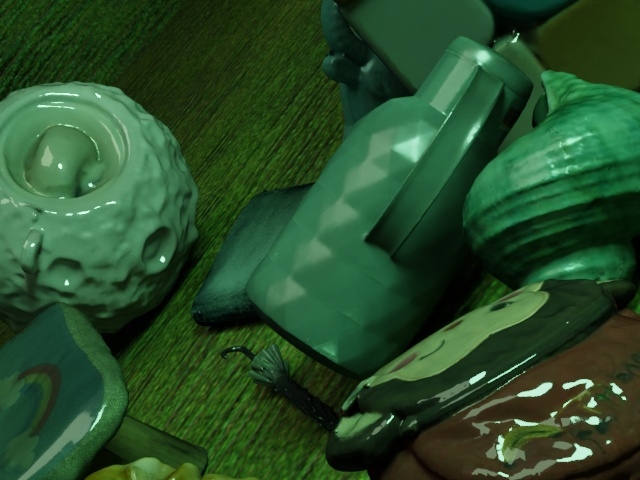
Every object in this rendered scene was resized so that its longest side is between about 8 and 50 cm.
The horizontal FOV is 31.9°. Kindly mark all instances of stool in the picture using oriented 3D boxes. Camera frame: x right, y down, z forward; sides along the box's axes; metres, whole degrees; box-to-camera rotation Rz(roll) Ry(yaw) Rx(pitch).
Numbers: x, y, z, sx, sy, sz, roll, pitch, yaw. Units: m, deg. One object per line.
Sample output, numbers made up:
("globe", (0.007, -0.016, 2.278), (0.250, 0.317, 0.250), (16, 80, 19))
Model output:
("stool", (-0.227, 0.246, 0.932), (0.310, 0.226, 0.310), (-48, 23, -5))

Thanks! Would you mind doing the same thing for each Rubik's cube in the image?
("Rubik's cube", (0.200, -0.336, 1.045), (0.346, 0.344, 0.347), (-30, 25, 30))

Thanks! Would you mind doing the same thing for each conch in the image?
("conch", (0.186, -0.029, 0.822), (0.202, 0.134, 0.196), (-59, -15, -18))

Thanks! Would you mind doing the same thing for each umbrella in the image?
("umbrella", (-0.025, 0.132, 1.036), (0.044, 0.044, 0.269), (-13, 17, -26))

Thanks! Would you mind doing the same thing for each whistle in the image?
("whistle", (0.073, -0.199, 1.244), (0.093, 0.186, 0.274), (7, 92, 56))

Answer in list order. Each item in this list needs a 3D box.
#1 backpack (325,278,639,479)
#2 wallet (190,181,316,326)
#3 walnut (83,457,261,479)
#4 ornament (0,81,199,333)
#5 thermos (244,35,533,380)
("backpack", (0.127, 0.117, 0.668), (0.229, 0.139, 0.229), (-24, 16, 7))
("wallet", (0.000, 0.000, 1.193), (0.379, 0.046, 0.190), (-12, 40, 52))
("walnut", (-0.124, 0.261, 0.687), (0.269, 0.243, 0.222), (-16, -14, 15))
("ornament", (-0.328, -0.031, 1.463), (0.337, 0.337, 0.337), (-37, 24, 19))
("thermos", (0.066, -0.032, 0.915), (0.286, 0.145, 0.182), (-57, 0, 8))
